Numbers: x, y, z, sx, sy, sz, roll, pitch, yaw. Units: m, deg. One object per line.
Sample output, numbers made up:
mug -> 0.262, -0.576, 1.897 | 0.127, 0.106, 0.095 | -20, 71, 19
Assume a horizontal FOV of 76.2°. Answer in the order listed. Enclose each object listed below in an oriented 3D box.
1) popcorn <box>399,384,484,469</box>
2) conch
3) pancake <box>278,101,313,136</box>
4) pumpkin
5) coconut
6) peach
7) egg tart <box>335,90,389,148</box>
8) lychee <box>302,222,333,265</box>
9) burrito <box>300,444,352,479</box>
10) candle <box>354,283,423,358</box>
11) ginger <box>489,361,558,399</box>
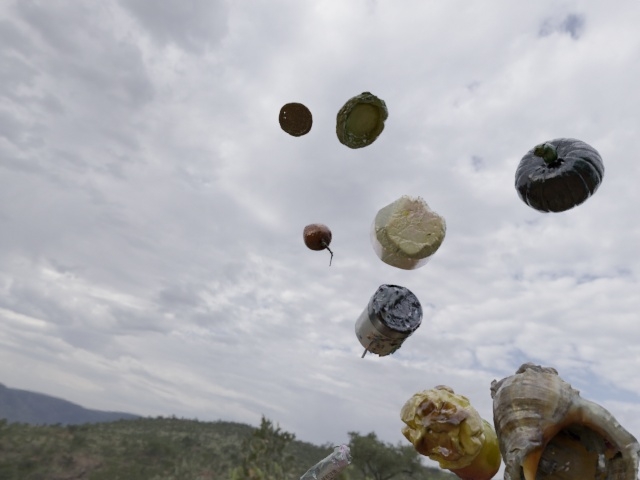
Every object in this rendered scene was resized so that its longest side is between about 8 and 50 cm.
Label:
popcorn -> 0.399, 0.612, 1.372 | 0.264, 0.225, 0.332 | 1, 12, 8
conch -> 0.541, 0.485, 0.941 | 0.297, 0.352, 0.210 | 11, -22, 36
pancake -> -0.078, -0.377, 1.277 | 0.114, 0.011, 0.115 | 2, -59, 3
pumpkin -> 0.722, -0.221, 1.262 | 0.247, 0.248, 0.248 | 10, -30, 5
coconut -> 0.355, -0.028, 1.699 | 0.297, 0.298, 0.309 | 11, -13, 3
peach -> 0.545, 0.754, 1.493 | 0.230, 0.231, 0.231 | 10, -30, 5
egg tart -> 0.123, -0.394, 1.331 | 0.197, 0.078, 0.197 | -16, -48, -18
lychee -> -0.001, -0.005, 1.427 | 0.140, 0.101, 0.114 | 24, -36, 21
burrito -> 0.013, 0.637, 1.128 | 0.064, 0.064, 0.203 | 29, -69, -27
candle -> 0.217, 0.303, 1.432 | 0.187, 0.187, 0.330 | 16, -41, -6
ginger -> 0.832, 0.582, 1.695 | 0.084, 0.122, 0.290 | 44, -56, -8
